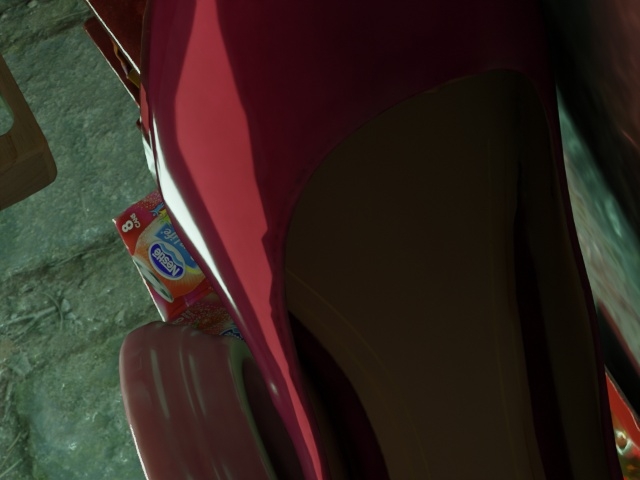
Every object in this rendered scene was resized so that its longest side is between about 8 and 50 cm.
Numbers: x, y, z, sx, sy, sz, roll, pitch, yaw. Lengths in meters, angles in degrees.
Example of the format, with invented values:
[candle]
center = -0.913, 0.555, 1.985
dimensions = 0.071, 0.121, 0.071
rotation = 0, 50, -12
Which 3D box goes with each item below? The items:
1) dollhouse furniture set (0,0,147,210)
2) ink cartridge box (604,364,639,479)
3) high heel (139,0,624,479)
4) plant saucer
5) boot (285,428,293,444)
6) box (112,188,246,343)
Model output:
[dollhouse furniture set]
center = -0.173, -0.066, 0.829
dimensions = 0.152, 0.374, 0.201
rotation = 58, 172, 19
[ink cartridge box]
center = 0.150, 0.247, 0.628
dimensions = 0.385, 0.091, 0.308
rotation = 61, 175, 20
[high heel]
center = 0.055, 0.048, 0.429
dimensions = 0.181, 0.127, 0.377
rotation = 37, 145, 49
[plant saucer]
center = -0.051, 0.207, 1.293
dimensions = 0.332, 0.084, 0.332
rotation = 62, -175, -10
[boot]
center = 0.098, 0.297, 1.107
dimensions = 0.445, 0.146, 0.367
rotation = -148, 40, -76
[box]
center = -0.087, 0.031, 1.604
dimensions = 0.128, 0.122, 0.257
rotation = 61, -172, 22
